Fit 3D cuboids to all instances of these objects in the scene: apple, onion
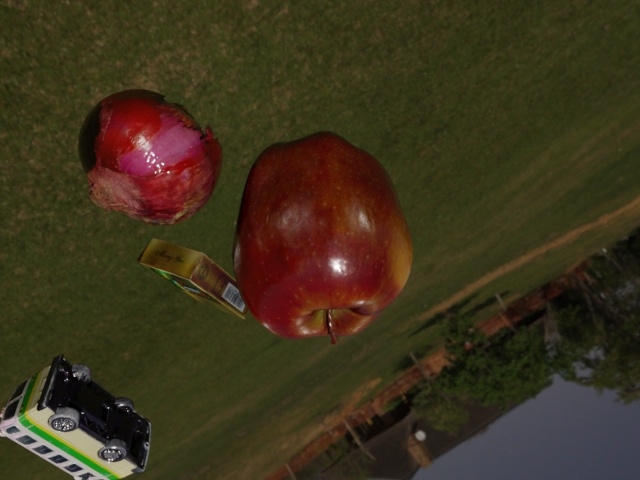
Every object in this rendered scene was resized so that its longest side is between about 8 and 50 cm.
[{"bbox_3d":[0.000,0.000,0.878,0.288,0.317,0.288,-2,157,-1],"label":"apple"},{"bbox_3d":[-0.325,-0.152,1.063,0.276,0.276,0.276,-32,164,-10],"label":"onion"}]

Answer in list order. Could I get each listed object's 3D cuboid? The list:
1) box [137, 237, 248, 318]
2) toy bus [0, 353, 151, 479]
[{"bbox_3d":[-0.269,0.088,1.244,0.071,0.159,0.240,-63,148,-16],"label":"box"},{"bbox_3d":[-0.537,0.416,1.238,0.179,0.143,0.305,-28,126,11],"label":"toy bus"}]
